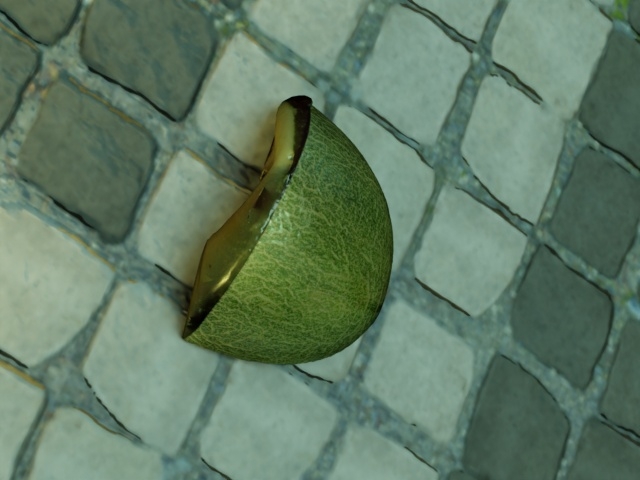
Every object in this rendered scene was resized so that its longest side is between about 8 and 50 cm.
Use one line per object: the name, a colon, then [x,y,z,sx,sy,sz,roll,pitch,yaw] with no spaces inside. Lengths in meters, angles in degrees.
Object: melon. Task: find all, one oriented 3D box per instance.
melon: [0.000,0.000,1.057,0.128,0.079,0.160,32,66,-24]
